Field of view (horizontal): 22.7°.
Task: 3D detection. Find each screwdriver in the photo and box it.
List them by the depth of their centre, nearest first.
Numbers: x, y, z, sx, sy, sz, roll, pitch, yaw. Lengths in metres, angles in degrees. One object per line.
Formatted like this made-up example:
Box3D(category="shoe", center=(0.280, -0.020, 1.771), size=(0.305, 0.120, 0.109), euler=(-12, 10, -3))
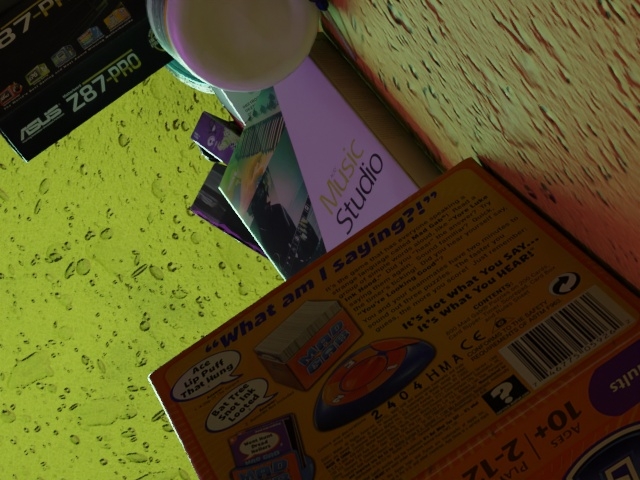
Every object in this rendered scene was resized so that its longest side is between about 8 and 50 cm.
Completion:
Box3D(category="screwdriver", center=(0.011, -0.230, 1.633), size=(0.025, 0.024, 0.170), euler=(17, 160, 35))

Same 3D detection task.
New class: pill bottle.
Box3D(category="pill bottle", center=(-0.106, -0.259, 1.745), size=(0.162, 0.162, 0.278), euler=(57, 177, -18))

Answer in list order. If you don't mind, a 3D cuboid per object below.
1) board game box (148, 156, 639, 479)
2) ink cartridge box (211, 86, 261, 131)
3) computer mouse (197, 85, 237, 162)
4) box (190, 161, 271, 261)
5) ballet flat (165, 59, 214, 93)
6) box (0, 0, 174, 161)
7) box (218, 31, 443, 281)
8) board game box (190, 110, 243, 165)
Box3D(category="board game box", center=(0.127, 0.215, 1.359), size=(0.356, 0.357, 0.356), euler=(57, 177, -30))
Box3D(category="ink cartridge box", center=(-0.085, -0.234, 1.997), size=(0.176, 0.128, 0.127), euler=(56, 177, -23))
Box3D(category="computer mouse", center=(-0.118, -0.254, 2.157), size=(0.072, 0.189, 0.272), euler=(-112, 0, -65))
Box3D(category="box", center=(0.000, 0.000, 2.118), size=(0.242, 0.076, 0.307), euler=(31, -173, 21))
Box3D(category="ballet flat", center=(-0.254, -0.398, 2.559), size=(0.483, 0.164, 0.182), euler=(41, -169, 21))
Box3D(category="box", center=(-0.323, -0.322, 2.279), size=(0.097, 0.395, 0.318), euler=(56, 178, -40))
Box3D(category="box", center=(0.016, -0.048, 1.764), size=(0.058, 0.232, 0.322), euler=(-2, -139, -37))
Box3D(category="board game box", center=(-0.002, -0.059, 2.024), size=(0.208, 0.056, 0.347), euler=(26, -173, -38))
